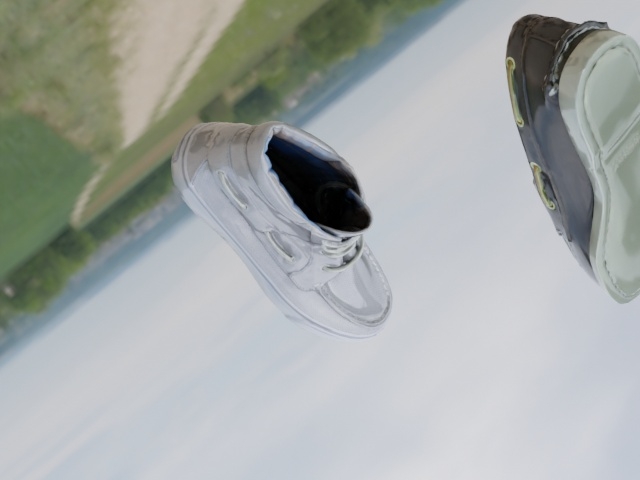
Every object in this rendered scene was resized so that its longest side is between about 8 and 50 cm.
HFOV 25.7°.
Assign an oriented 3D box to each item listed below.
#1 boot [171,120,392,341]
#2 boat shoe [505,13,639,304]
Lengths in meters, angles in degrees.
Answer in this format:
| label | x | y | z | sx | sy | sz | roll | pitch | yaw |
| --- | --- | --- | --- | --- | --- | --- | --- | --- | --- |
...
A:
| label | x | y | z | sx | sy | sz | roll | pitch | yaw |
| --- | --- | --- | --- | --- | --- | --- | --- | --- | --- |
| boot | 0.000 | 0.000 | 1.127 | 0.123 | 0.258 | 0.095 | 0 | -124 | 50 |
| boat shoe | 0.169 | -0.050 | 0.875 | 0.081 | 0.228 | 0.068 | -43 | -131 | -19 |
